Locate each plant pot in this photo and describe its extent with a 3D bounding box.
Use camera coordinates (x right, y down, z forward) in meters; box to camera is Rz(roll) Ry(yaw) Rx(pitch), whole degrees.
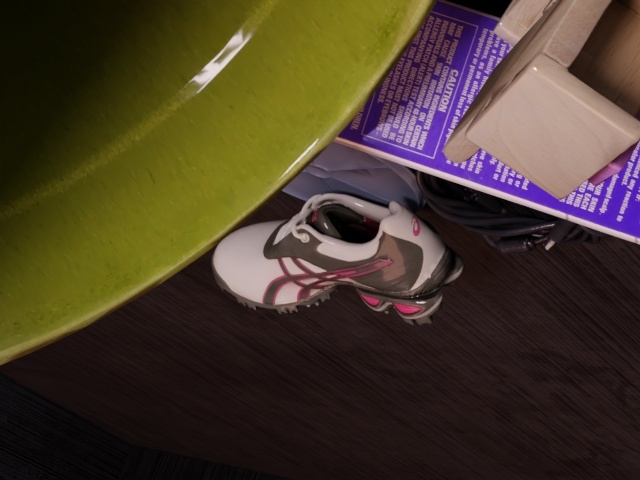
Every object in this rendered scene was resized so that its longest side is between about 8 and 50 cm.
[{"bbox_3d":[-0.181,-0.184,0.603,0.353,0.366,0.366,50,169,19],"label":"plant pot"}]

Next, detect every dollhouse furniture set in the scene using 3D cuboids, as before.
[{"bbox_3d":[0.245,-0.061,0.631,0.303,0.286,0.198,35,161,-3],"label":"dollhouse furniture set"}]

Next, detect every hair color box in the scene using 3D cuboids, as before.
[{"bbox_3d":[0.155,-0.072,0.885,0.339,0.110,0.185,20,-172,6],"label":"hair color box"}]

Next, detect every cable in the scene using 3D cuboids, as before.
[{"bbox_3d":[0.163,-0.035,1.168,0.151,0.047,0.184,9,157,33],"label":"cable"}]

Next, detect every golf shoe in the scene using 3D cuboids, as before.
[{"bbox_3d":[0.000,0.000,1.299,0.273,0.105,0.120,1,141,35],"label":"golf shoe"}]

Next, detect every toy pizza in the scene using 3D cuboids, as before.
[{"bbox_3d":[0.002,-0.075,1.247,0.201,0.032,0.201,19,163,6],"label":"toy pizza"}]
